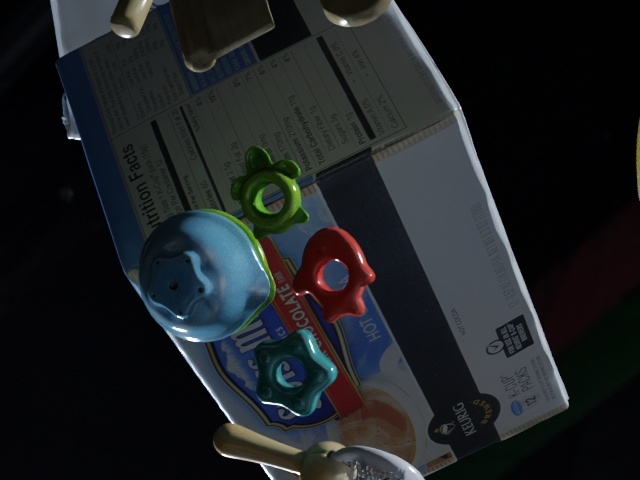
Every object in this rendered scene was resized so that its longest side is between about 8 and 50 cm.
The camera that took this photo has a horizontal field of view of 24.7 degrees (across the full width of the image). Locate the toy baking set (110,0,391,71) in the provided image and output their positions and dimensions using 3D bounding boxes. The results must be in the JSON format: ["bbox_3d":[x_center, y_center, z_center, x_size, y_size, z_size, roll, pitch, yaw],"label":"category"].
[{"bbox_3d":[-0.005,-0.189,0.793,0.196,0.256,0.030,-1,-34,20],"label":"toy baking set"}]

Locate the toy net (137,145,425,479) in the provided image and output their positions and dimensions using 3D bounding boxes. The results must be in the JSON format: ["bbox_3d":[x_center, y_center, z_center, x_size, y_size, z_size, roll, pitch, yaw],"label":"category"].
[{"bbox_3d":[0.001,0.074,0.717,0.122,0.232,0.045,-34,-6,19],"label":"toy net"}]

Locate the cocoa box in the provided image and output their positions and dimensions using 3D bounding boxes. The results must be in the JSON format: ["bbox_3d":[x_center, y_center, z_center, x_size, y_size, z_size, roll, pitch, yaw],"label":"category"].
[{"bbox_3d":[0.000,0.000,1.050,0.228,0.231,0.347,-26,-43,1],"label":"cocoa box"}]

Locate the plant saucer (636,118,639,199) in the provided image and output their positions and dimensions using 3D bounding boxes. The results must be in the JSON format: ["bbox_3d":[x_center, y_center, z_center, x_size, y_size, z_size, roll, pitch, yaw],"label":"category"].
[{"bbox_3d":[0.428,0.054,1.358,0.333,0.333,0.081,28,-57,-23],"label":"plant saucer"}]

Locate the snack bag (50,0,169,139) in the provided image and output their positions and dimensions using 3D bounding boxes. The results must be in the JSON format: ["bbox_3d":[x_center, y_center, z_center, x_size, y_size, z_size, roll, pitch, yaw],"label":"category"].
[{"bbox_3d":[-0.159,-0.226,1.727,0.342,0.037,0.323,6,-44,5],"label":"snack bag"}]
